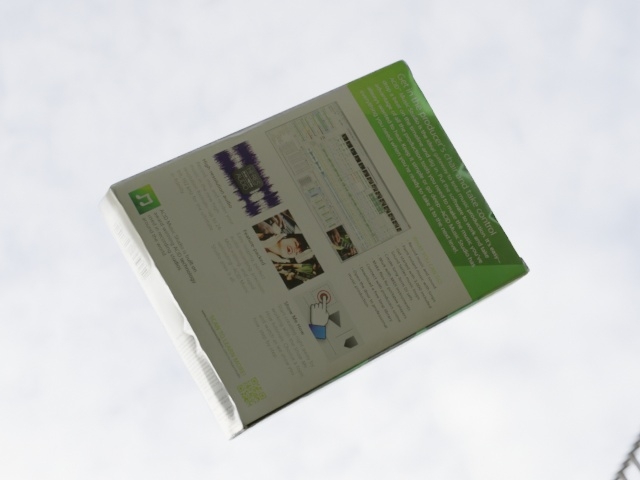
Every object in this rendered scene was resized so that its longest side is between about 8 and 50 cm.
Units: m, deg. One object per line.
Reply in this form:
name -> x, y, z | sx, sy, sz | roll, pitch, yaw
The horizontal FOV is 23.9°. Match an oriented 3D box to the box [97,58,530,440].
box -> 0.000, 0.000, 1.316 | 0.322, 0.058, 0.232 | -26, -98, -27
